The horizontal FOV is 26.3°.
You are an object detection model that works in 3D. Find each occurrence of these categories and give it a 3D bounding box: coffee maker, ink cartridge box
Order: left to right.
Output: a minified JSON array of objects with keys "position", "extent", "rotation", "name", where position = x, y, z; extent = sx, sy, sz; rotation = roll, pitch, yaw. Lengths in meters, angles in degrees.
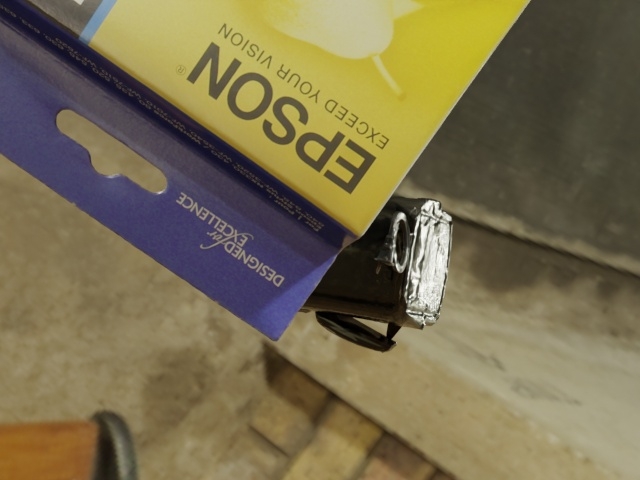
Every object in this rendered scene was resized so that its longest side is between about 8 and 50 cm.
[{"position":[-0.061,-0.144,0.787],"extent":[0.307,0.303,0.072],"rotation":[-56,-176,2],"name":"ink cartridge box"},{"position":[0.000,0.000,1.081],"extent":[0.171,0.178,0.120],"rotation":[63,38,-58],"name":"coffee maker"}]
